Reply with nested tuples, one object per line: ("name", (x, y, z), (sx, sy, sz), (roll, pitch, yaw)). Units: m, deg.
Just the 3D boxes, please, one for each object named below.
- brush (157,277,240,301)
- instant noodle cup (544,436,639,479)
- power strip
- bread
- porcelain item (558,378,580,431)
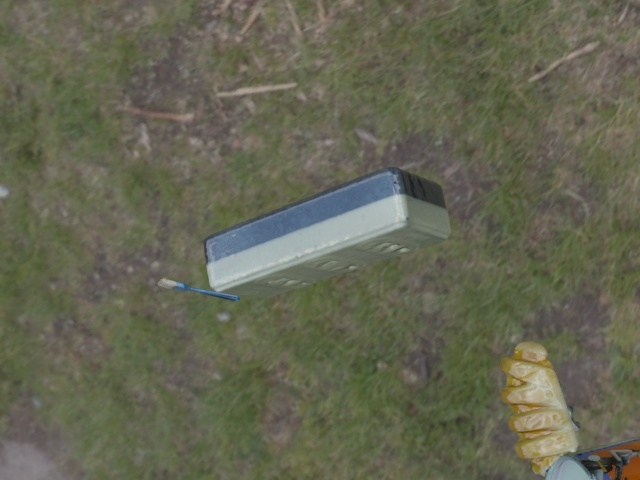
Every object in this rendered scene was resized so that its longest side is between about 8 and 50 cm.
("brush", (-0.236, 0.098, 2.114), (0.164, 0.014, 0.051), (14, 167, -15))
("instant noodle cup", (0.504, 0.447, 1.736), (0.214, 0.296, 0.296), (-2, 119, -15))
("power strip", (0.000, 0.000, 1.112), (0.256, 0.105, 0.070), (-18, 72, 31))
("bread", (0.290, 0.224, 1.456), (0.084, 0.119, 0.177), (-14, 82, 7))
("porcelain item", (0.386, 0.250, 1.788), (0.021, 0.075, 0.136), (-36, 97, 32))
